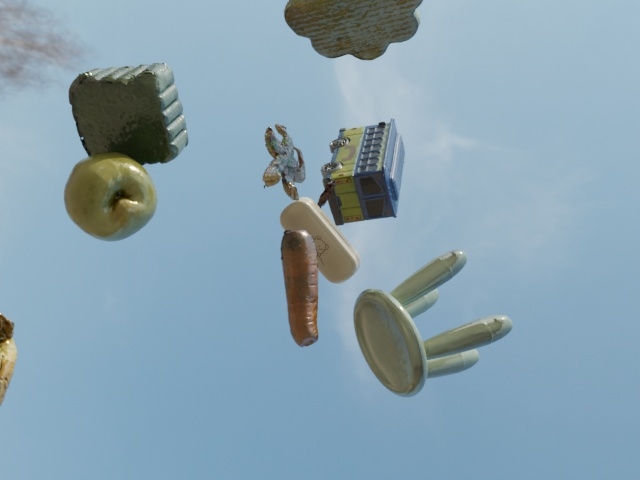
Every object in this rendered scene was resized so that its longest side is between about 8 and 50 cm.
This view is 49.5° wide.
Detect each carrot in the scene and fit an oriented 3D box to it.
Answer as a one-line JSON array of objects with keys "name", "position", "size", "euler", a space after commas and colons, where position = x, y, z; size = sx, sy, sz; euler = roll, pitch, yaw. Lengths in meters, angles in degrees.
[{"name": "carrot", "position": [-0.029, 0.074, 1.084], "size": [0.060, 0.060, 0.186], "euler": [-8, -95, 38]}]

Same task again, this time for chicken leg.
[{"name": "chicken leg", "position": [0.009, -0.091, 1.467], "size": [0.021, 0.036, 0.083], "euler": [27, -82, -5]}]

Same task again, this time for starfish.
[{"name": "starfish", "position": [-0.070, -0.144, 1.246], "size": [0.053, 0.150, 0.209], "euler": [-18, -133, 11]}]

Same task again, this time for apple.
[{"name": "apple", "position": [-0.438, -0.094, 1.441], "size": [0.200, 0.200, 0.199], "euler": [-4, -96, 39]}]

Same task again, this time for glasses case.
[{"name": "glasses case", "position": [0.000, 0.000, 1.427], "size": [0.083, 0.050, 0.196], "euler": [-40, -86, 25]}]

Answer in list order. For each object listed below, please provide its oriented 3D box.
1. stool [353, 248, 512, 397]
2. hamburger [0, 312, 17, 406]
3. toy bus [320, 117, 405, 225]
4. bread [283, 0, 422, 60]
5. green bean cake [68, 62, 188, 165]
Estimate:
[{"name": "stool", "position": [0.187, 0.152, 1.216], "size": [0.195, 0.199, 0.195], "euler": [62, -27, 23]}, {"name": "hamburger", "position": [-0.417, 0.149, 0.782], "size": [0.138, 0.083, 0.147], "euler": [-5, -119, 13]}, {"name": "toy bus", "position": [0.110, -0.171, 1.687], "size": [0.175, 0.287, 0.138], "euler": [-8, -58, 16]}, {"name": "bread", "position": [0.077, -0.452, 1.411], "size": [0.287, 0.207, 0.056], "euler": [-5, -120, 15]}, {"name": "green bean cake", "position": [-0.418, -0.273, 1.509], "size": [0.227, 0.125, 0.222], "euler": [-4, -61, 11]}]
